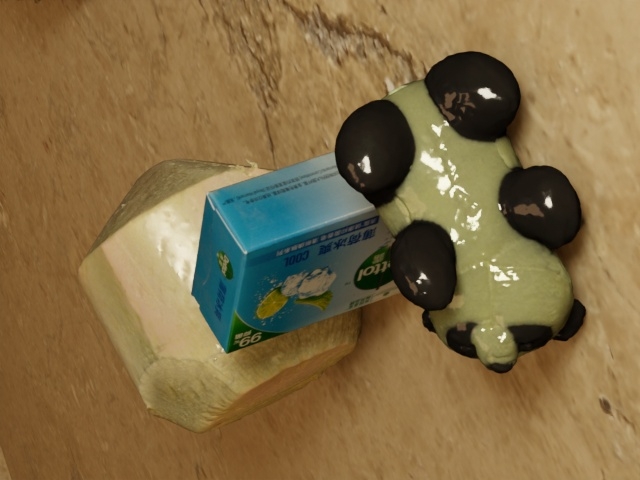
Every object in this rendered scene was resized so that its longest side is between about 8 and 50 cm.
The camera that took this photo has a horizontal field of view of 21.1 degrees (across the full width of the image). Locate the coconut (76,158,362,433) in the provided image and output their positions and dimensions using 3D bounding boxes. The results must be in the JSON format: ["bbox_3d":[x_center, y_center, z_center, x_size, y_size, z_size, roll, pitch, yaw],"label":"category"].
[{"bbox_3d":[-0.098,0.035,1.598,0.244,0.239,0.239,61,155,10],"label":"coconut"}]

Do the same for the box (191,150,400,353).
[{"bbox_3d":[-0.001,0.000,1.399,0.073,0.194,0.139,56,152,30],"label":"box"}]

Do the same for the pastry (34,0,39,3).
[{"bbox_3d":[-0.366,-0.418,1.931,0.255,0.161,0.311,19,122,64],"label":"pastry"}]

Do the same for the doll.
[{"bbox_3d":[0.106,-0.020,1.245,0.234,0.143,0.135,63,179,15],"label":"doll"}]
